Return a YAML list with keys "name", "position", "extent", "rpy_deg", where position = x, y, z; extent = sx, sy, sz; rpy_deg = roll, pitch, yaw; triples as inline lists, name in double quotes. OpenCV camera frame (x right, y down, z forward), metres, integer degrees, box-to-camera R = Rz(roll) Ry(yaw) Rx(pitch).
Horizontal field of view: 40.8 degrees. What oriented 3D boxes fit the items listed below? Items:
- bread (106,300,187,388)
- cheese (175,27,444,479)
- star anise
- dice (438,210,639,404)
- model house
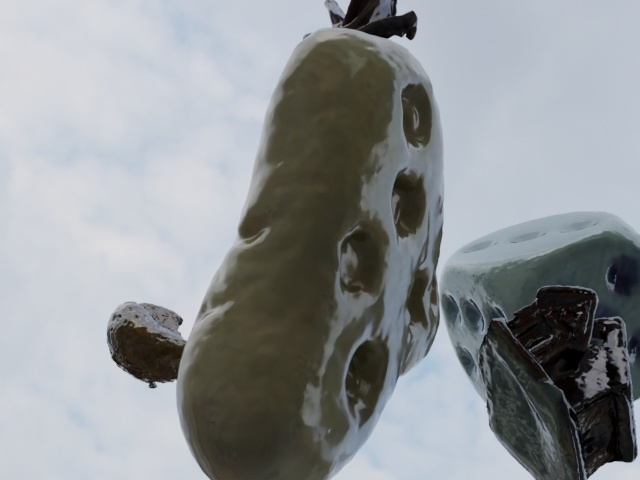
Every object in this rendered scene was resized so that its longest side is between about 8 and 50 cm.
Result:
- name: "bread"
  position: [-0.174, 0.101, 0.853]
  extent: [0.082, 0.113, 0.060]
  rpy_deg: [23, -80, -20]
- name: "cheese"
  position: [0.000, 0.000, 0.708]
  extent: [0.129, 0.351, 0.328]
  rpy_deg: [8, -67, 27]
- name: "star anise"
  position: [0.062, -0.265, 1.259]
  extent: [0.198, 0.257, 0.110]
  rpy_deg: [-28, -32, 22]
- name: "dice"
  position: [0.357, 0.115, 1.333]
  extent: [0.262, 0.268, 0.264]
  rpy_deg: [-20, -81, -14]
- name: "model house"
  position: [0.218, 0.114, 0.726]
  extent: [0.106, 0.152, 0.165]
  rpy_deg: [23, -46, 49]
